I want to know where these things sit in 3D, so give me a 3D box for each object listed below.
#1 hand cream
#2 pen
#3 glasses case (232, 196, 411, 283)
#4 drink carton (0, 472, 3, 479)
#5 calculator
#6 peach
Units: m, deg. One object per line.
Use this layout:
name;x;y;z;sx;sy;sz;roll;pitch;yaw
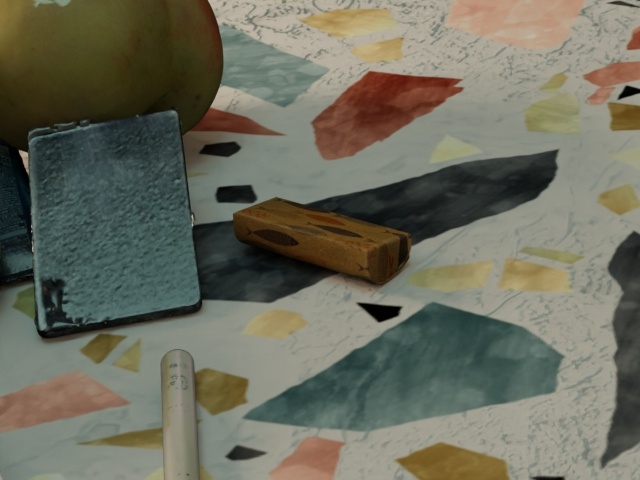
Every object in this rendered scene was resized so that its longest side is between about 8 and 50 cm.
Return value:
hand cream;-0.343;-0.031;1.829;0.120;0.061;0.270;-15;34;-7
pen;-0.112;0.167;1.421;0.033;0.033;0.269;-10;29;-1
glasses case;0.000;0.000;1.678;0.170;0.041;0.064;15;26;38
drink carton;-0.320;0.193;1.373;0.134;0.102;0.222;-17;31;-17
calculator;-0.200;-0.020;1.706;0.161;0.021;0.262;-9;51;0
peach;-0.251;-0.219;1.902;0.292;0.292;0.247;-32;-7;-35
